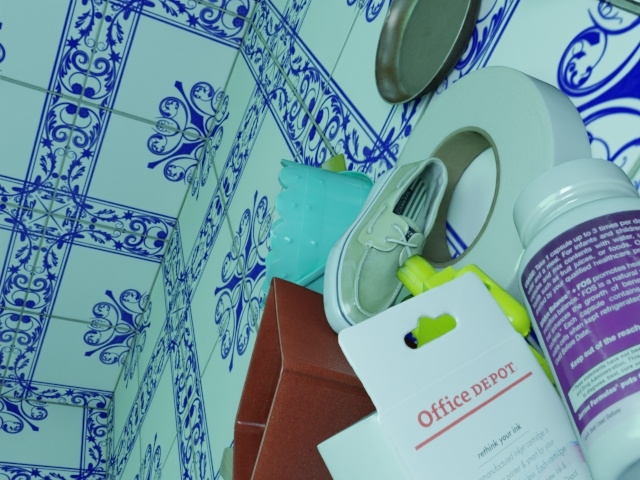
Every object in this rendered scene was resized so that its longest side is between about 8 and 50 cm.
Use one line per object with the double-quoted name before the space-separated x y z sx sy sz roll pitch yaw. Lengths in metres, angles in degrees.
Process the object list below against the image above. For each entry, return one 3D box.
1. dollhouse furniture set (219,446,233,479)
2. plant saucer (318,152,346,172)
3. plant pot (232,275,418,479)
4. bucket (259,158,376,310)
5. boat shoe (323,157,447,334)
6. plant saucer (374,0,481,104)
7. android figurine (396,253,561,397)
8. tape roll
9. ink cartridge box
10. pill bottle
"dollhouse furniture set" -0.047 0.280 1.214 0.286 0.198 0.304 7 83 66
"plant saucer" -0.001 -0.073 1.499 0.188 0.045 0.188 -53 32 40
"plant pot" 0.022 0.237 0.937 0.267 0.235 0.268 -108 31 -69
"bucket" 0.000 0.000 1.203 0.281 0.182 0.282 -173 90 -85
"boat shoe" 0.091 -0.004 0.926 0.094 0.109 0.302 -32 28 50
"plant saucer" 0.197 -0.390 1.236 0.310 0.050 0.311 -42 41 51
"android figurine" 0.188 0.140 0.801 0.273 0.056 0.248 47 156 35
"tape roll" 0.215 -0.053 0.979 0.392 0.071 0.392 -45 38 49
"ink cartridge box" 0.144 0.226 0.629 0.354 0.207 0.119 61 143 14
"pill bottle" 0.284 0.068 0.634 0.169 0.169 0.302 -54 32 40
